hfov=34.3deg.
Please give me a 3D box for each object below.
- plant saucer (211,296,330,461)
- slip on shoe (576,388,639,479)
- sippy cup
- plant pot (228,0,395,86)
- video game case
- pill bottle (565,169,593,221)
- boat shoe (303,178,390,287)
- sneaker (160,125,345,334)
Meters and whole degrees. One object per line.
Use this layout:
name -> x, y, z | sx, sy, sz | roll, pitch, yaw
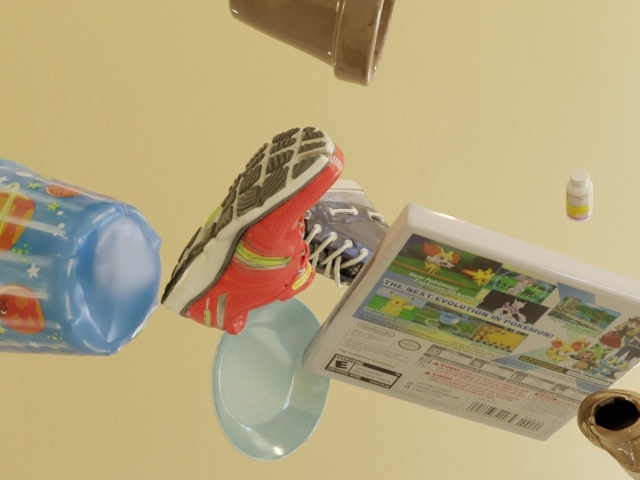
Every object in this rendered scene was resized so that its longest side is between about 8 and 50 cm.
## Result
plant saucer -> -0.065, 0.157, 1.208 | 0.037, 0.195, 0.195 | -1, 10, 43
slip on shoe -> 0.203, 0.122, 0.708 | 0.051, 0.041, 0.135 | -35, 9, 6
sippy cup -> -0.306, 0.029, 1.146 | 0.224, 0.240, 0.305 | 8, 16, 28
plant pot -> -0.007, -0.376, 1.516 | 0.229, 0.263, 0.263 | 14, 5, 4
video game case -> 0.182, 0.105, 1.151 | 0.329, 0.036, 0.300 | 18, -41, -12
pill bottle -> 0.422, -0.074, 1.690 | 0.043, 0.083, 0.043 | -6, 41, 5
boat shoe -> 0.000, 0.000, 1.495 | 0.340, 0.158, 0.127 | -15, -33, -53
sneaker -> -0.047, -0.003, 1.012 | 0.279, 0.118, 0.107 | -45, 21, 40
